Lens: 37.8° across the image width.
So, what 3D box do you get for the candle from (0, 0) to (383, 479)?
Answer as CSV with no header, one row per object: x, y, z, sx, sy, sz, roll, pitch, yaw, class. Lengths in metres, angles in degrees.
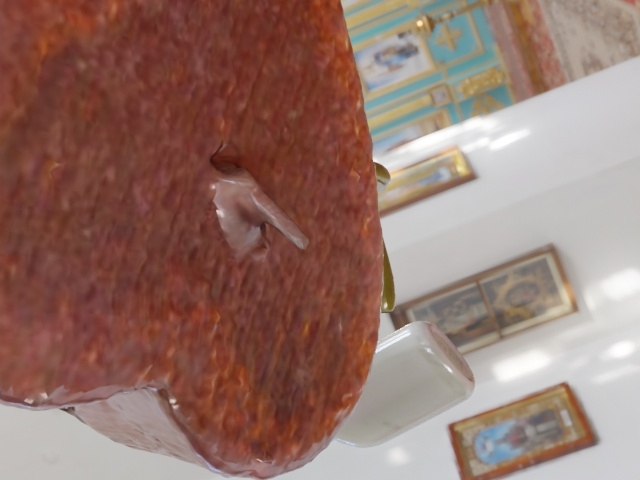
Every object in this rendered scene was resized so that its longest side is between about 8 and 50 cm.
-0.064,-0.036,0.447,0.317,0.131,0.287,40,-118,-47,candle

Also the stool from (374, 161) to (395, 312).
0.000,0.000,0.718,0.135,0.134,0.110,4,-103,-34,stool

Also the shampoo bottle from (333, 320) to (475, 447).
0.050,0.171,0.995,0.108,0.221,0.051,49,-157,-21,shampoo bottle
